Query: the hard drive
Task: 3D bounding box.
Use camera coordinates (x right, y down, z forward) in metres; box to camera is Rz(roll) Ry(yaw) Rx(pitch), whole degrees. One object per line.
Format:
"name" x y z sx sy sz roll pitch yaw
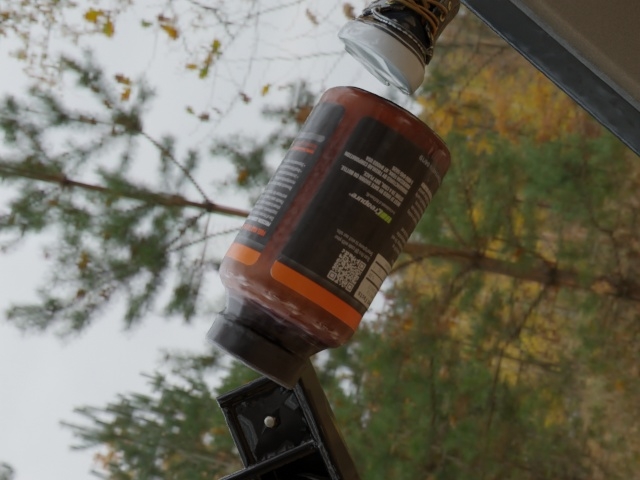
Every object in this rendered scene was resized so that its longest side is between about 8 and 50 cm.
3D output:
"hard drive" 0.098 -0.096 0.361 0.094 0.135 0.022 -48 -1 -40

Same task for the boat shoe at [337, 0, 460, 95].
"boat shoe" 0.060 -0.156 0.675 0.083 0.065 0.183 -50 9 8

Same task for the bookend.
"bookend" -0.059 0.191 0.812 0.072 0.156 0.157 29 -143 -78

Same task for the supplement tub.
"supplement tub" 0.000 0.000 0.652 0.198 0.106 0.106 -59 -17 -8
